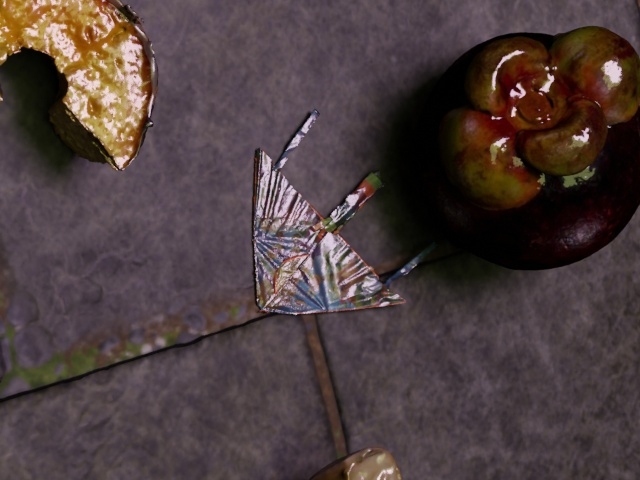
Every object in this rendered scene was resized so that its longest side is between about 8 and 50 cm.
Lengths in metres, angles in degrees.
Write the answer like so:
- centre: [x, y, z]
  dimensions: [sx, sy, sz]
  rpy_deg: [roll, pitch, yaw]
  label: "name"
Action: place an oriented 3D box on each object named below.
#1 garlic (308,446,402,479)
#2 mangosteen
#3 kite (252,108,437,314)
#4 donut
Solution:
- centre: [0.025, 0.254, 1.287]
  dimensions: [0.087, 0.101, 0.196]
  rpy_deg: [-10, 94, -34]
  label: "garlic"
- centre: [0.170, -0.074, 1.328]
  dimensions: [0.209, 0.210, 0.210]
  rpy_deg: [1, 88, -30]
  label: "mangosteen"
- centre: [0.000, 0.000, 1.336]
  dimensions: [0.183, 0.010, 0.160]
  rpy_deg: [47, 71, -17]
  label: "kite"
- centre: [-0.208, -0.128, 1.178]
  dimensions: [0.181, 0.078, 0.146]
  rpy_deg: [4, 93, -24]
  label: "donut"
